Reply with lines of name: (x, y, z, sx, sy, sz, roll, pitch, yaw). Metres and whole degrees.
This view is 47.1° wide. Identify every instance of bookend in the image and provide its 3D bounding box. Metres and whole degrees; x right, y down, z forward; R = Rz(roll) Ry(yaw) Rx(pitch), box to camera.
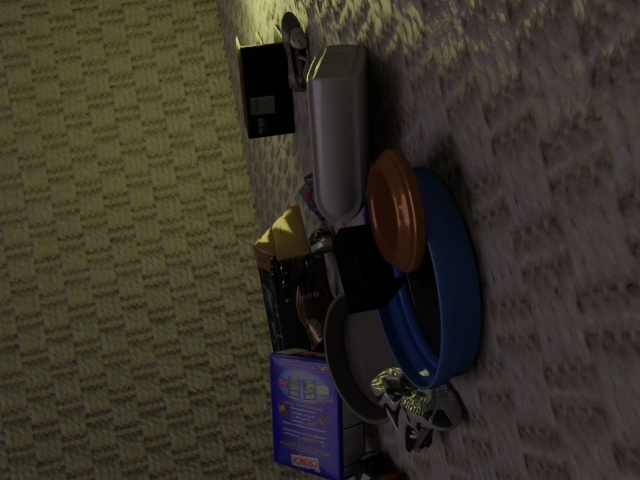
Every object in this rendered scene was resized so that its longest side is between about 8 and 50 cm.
bookend: (0.080, 0.031, 1.303, 0.156, 0.072, 0.157, 109, 150, -66)

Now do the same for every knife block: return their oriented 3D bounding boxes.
knife block: (-0.057, 0.043, 2.073, 0.242, 0.275, 0.088, 22, 142, 29)

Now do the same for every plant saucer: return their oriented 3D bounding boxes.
plant saucer: (0.113, -0.045, 1.160, 0.200, 0.037, 0.200, 170, 90, -78)

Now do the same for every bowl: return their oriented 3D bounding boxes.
bowl: (0.168, 0.058, 1.270, 0.391, 0.077, 0.391, 170, 90, -79)

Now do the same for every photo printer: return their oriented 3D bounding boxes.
photo printer: (0.042, -0.203, 1.442, 0.256, 0.107, 0.307, -76, -15, -62)

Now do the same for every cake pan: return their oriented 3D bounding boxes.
cake pan: (0.107, 0.246, 1.584, 0.293, 0.054, 0.293, 20, 115, 55)

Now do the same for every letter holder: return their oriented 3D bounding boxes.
letter holder: (-0.185, -0.514, 2.357, 0.214, 0.152, 0.302, -112, 16, -54)

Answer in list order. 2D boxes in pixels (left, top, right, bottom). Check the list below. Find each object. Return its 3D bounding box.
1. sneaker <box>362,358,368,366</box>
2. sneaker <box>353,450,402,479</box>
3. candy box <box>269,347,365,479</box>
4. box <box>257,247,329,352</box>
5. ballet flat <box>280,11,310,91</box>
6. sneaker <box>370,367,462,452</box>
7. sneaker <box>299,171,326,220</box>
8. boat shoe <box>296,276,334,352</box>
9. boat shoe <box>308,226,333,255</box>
sneaker: (0.128, 0.256, 1.665, 0.066, 0.071, 0.188, -169, 69, -78)
sneaker: (0.140, 0.593, 1.837, 0.276, 0.098, 0.135, 106, 150, -69)
candy box: (-0.009, 0.471, 2.026, 0.268, 0.122, 0.317, 0, 92, 44)
box: (-0.080, 0.201, 2.393, 0.312, 0.179, 0.343, 170, 89, -78)
ballet flat: (-0.057, -0.505, 1.973, 0.068, 0.072, 0.213, 19, 123, 46)
sneaker: (0.198, 0.337, 1.370, 0.235, 0.094, 0.153, 4, 128, 56)
sneaker: (0.025, -0.117, 1.861, 0.125, 0.104, 0.262, 61, 171, 5)
boat shoe: (0.017, 0.260, 2.148, 0.116, 0.123, 0.324, -147, 38, -69)
boat shoe: (0.000, 0.000, 2.067, 0.219, 0.078, 0.070, 146, 112, -80)
